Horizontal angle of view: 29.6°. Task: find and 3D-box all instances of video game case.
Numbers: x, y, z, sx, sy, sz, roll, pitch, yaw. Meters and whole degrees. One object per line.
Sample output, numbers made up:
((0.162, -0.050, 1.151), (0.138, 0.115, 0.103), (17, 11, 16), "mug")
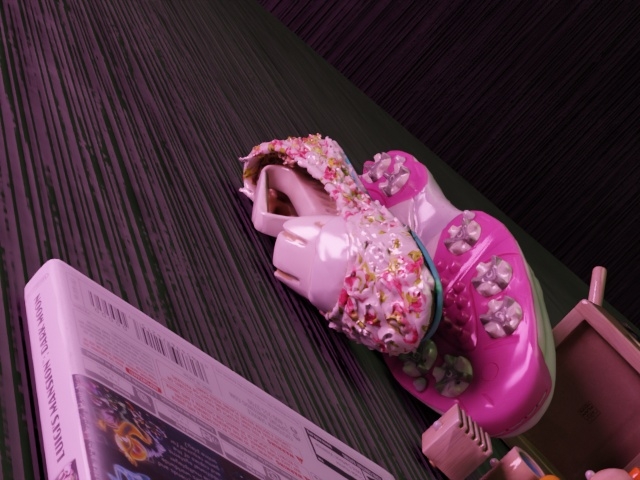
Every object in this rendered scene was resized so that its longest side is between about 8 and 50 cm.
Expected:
((-0.015, 0.101, 0.413), (0.190, 0.022, 0.173), (38, 11, -31), "video game case")

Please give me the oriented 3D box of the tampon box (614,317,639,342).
((0.258, 0.153, 0.985), (0.161, 0.101, 0.120), (48, 12, 23), "tampon box")

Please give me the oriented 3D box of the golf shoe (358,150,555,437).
((0.101, 0.043, 0.829), (0.140, 0.115, 0.306), (41, 11, -28), "golf shoe")

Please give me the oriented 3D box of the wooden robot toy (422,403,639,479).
((0.140, 0.144, 0.654), (0.173, 0.079, 0.076), (46, 11, 11), "wooden robot toy")

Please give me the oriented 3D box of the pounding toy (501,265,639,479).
((0.194, 0.105, 0.863), (0.141, 0.130, 0.100), (48, 11, 23), "pounding toy")

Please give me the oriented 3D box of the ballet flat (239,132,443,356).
((0.000, 0.000, 0.757), (0.077, 0.091, 0.241), (6, 21, -19), "ballet flat")
